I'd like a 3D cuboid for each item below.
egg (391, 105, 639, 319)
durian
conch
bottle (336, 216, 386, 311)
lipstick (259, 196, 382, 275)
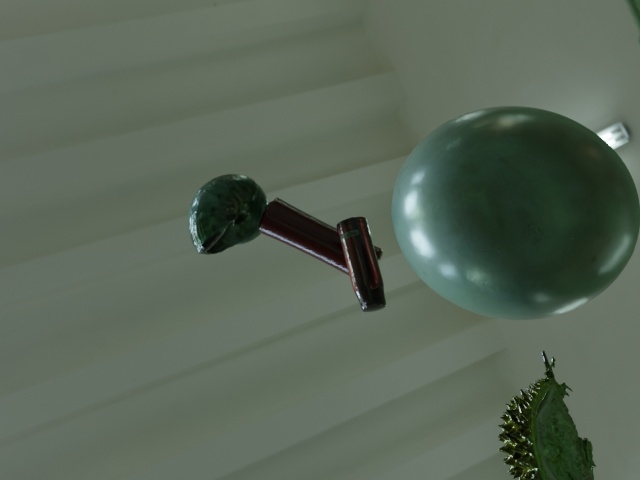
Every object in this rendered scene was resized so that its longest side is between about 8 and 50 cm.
[{"bbox_3d":[0.259,-0.033,0.830,0.389,0.276,0.275,7,-105,-40],"label":"egg"},{"bbox_3d":[0.270,0.243,0.763,0.100,0.086,0.215,-5,-109,-13],"label":"durian"},{"bbox_3d":[-0.185,-0.049,1.254,0.122,0.188,0.175,22,-92,22],"label":"conch"},{"bbox_3d":[0.074,0.043,1.103,0.060,0.060,0.164,-10,-105,-18],"label":"bottle"},{"bbox_3d":[0.000,0.000,1.217,0.241,0.080,0.080,25,-108,3],"label":"lipstick"}]
